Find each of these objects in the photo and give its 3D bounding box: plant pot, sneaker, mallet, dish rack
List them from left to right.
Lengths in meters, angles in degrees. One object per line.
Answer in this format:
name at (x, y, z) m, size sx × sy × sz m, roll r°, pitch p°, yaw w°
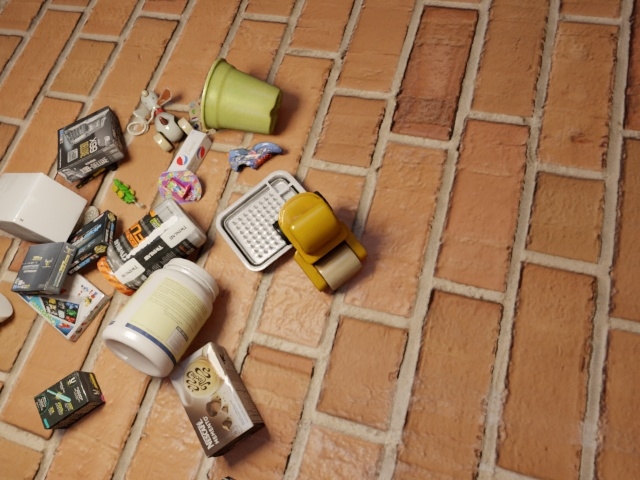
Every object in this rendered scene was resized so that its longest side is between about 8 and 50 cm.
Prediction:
sneaker at (-0.981, -0.065, 1.778) m, size 0.235 × 0.090 × 0.095 m, roll -40°, pitch 58°, yaw -8°
mallet at (-0.921, -0.269, 1.874) m, size 0.190 × 0.062 × 0.039 m, roll -36°, pitch 66°, yaw 11°
plant pot at (-0.288, -0.528, 1.748) m, size 0.254 × 0.276 × 0.275 m, roll 16°, pitch 72°, yaw 0°
sneaker at (-0.249, -0.318, 1.757) m, size 0.221 × 0.083 × 0.087 m, roll -13°, pitch 81°, yaw 11°
dish rack at (-0.180, -0.067, 1.642) m, size 0.333 × 0.072 × 0.285 m, roll -38°, pitch 69°, yaw -6°

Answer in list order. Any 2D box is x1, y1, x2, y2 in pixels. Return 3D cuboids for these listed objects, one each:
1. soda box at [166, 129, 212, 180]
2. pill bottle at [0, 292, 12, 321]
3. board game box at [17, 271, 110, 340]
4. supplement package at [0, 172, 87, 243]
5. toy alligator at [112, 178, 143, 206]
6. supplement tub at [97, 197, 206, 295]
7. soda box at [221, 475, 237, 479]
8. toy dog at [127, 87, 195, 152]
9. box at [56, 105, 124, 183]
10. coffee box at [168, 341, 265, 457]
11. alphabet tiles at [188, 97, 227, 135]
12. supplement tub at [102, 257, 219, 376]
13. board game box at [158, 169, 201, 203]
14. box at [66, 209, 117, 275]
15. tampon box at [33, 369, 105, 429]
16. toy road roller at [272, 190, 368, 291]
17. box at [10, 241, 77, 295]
soda box at (-0.517, -0.327, 1.800) m, size 0.069 × 0.074 × 0.216 m, roll 21°, pitch 75°, yaw 17°
pill bottle at (-1.290, 0.311, 1.639) m, size 0.302 × 0.169 × 0.169 m, roll -35°, pitch 68°, yaw -4°
board game box at (-0.951, 0.205, 1.682) m, size 0.305 × 0.053 × 0.193 m, roll 32°, pitch 76°, yaw 19°
supplement package at (-1.060, -0.116, 1.677) m, size 0.263 × 0.198 × 0.199 m, roll 5°, pitch 66°, yaw 30°
toy alligator at (-0.768, -0.173, 1.800) m, size 0.190 × 0.056 × 0.051 m, roll 42°, pitch 123°, yaw 20°
supplement tub at (-0.592, 0.026, 1.606) m, size 0.338 × 0.207 × 0.207 m, roll -41°, pitch 68°, yaw -7°
soda box at (-0.293, 0.794, 1.341) m, size 0.060 × 0.053 × 0.168 m, roll 18°, pitch 73°, yaw 16°
toy dog at (-0.660, -0.511, 1.844) m, size 0.334 × 0.161 × 0.220 m, roll 29°, pitch 76°, yaw 20°
box at (-0.943, -0.397, 1.859) m, size 0.243 × 0.076 × 0.307 m, roll -26°, pitch 51°, yaw 0°
coffee box at (-0.327, 0.496, 1.425) m, size 0.168 × 0.119 × 0.297 m, roll -34°, pitch 67°, yaw -2°
alphabet tiles at (-0.431, -0.532, 1.900) m, size 0.237 × 0.009 × 0.198 m, roll -15°, pitch 67°, yaw 3°
supplement tub at (-0.496, 0.239, 1.453) m, size 0.236 × 0.235 × 0.324 m, roll 18°, pitch 51°, yaw 16°
board game box at (-0.541, -0.197, 1.730) m, size 0.169 × 0.133 × 0.033 m, roll -5°, pitch 25°, yaw 8°
box at (-0.857, 0.008, 1.685) m, size 0.220 × 0.051 × 0.175 m, roll -30°, pitch 45°, yaw 14°
tampon box at (-0.830, 0.529, 1.510) m, size 0.161 × 0.101 × 0.120 m, roll -33°, pitch 68°, yaw -4°
toy road roller at (0.000, 0.000, 1.449) m, size 0.203 × 0.240 × 0.329 m, roll -37°, pitch 93°, yaw -5°
box at (-0.992, 0.103, 1.630) m, size 0.233 × 0.059 × 0.183 m, roll -4°, pitch 63°, yaw 30°
